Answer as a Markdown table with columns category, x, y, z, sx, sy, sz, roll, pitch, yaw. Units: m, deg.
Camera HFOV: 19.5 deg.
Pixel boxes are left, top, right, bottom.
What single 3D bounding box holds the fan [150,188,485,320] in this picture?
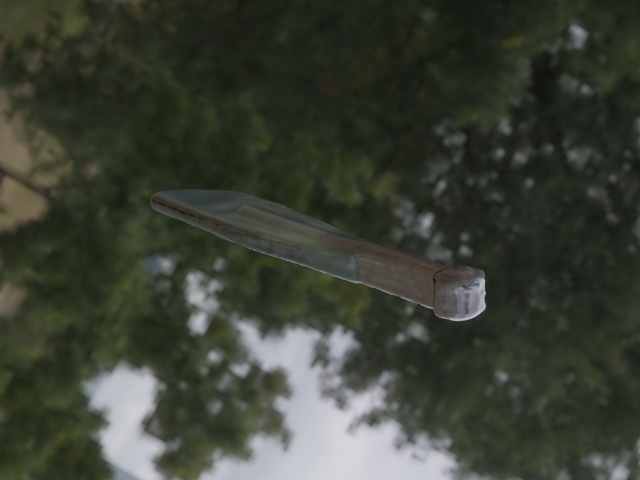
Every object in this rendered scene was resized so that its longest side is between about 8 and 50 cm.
| category | x | y | z | sx | sy | sz | roll | pitch | yaw |
| --- | --- | --- | --- | --- | --- | --- | --- | --- | --- |
| fan | 0.000 | 0.000 | 0.887 | 0.282 | 0.057 | 0.023 | 19 | -75 | 58 |
